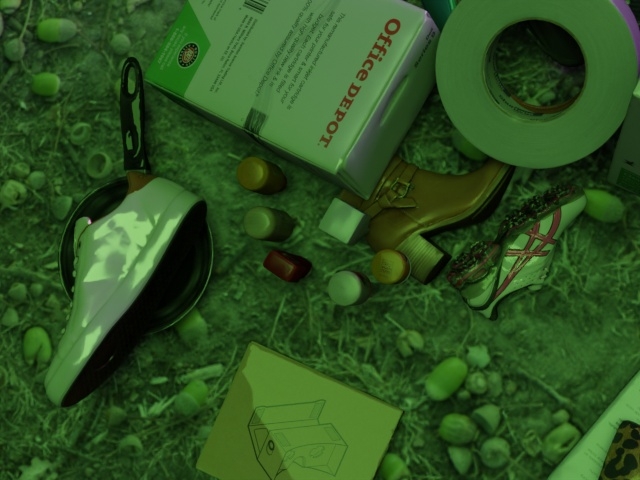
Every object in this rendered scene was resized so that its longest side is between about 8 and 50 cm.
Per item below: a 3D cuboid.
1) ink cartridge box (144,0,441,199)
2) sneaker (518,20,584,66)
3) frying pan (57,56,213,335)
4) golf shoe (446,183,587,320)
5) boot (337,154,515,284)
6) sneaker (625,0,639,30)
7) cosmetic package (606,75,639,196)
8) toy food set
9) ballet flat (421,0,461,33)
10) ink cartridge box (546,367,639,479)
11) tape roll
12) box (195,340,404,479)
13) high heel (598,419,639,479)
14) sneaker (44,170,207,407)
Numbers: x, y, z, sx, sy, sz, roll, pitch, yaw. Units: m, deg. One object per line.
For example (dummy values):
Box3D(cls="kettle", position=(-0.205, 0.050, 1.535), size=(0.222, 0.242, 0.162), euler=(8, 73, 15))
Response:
Box3D(cls="ink cartridge box", position=(-0.025, -0.205, 1.437), size=(0.289, 0.121, 0.211), euler=(29, 87, 25))
Box3D(cls="sneaker", position=(0.276, -0.343, 1.410), size=(0.130, 0.109, 0.286), euler=(-14, 86, 35))
Box3D(cls="frying pan", position=(-0.248, -0.039, 1.512), size=(0.197, 0.053, 0.326), euler=(-25, 78, 6))
Box3D(cls="golf shoe", position=(0.237, 0.011, 1.416), size=(0.186, 0.067, 0.086), euler=(-40, 103, 2))
Box3D(cls="boot", position=(0.123, -0.065, 1.440), size=(0.152, 0.073, 0.197), euler=(41, 88, 18))
Box3D(cls="sneaker", position=(0.378, -0.327, 1.377), size=(0.107, 0.110, 0.275), euler=(9, 123, 33))
Box3D(cls="cosmetic package", position=(0.416, -0.125, 1.242), size=(0.197, 0.365, 0.155), euler=(26, 86, 14))
Box3D(cls="toy food set", position=(0.000, 0.000, 1.434), size=(0.232, 0.104, 0.111), euler=(30, 96, 15))
Box3D(cls="ballet flat", position=(0.148, -0.378, 1.478), size=(0.124, 0.116, 0.342), euler=(-21, 73, -13))
Box3D(cls="ink cartridge box", position=(0.427, 0.296, 1.327), size=(0.324, 0.071, 0.330), euler=(41, 94, 14))
Box3D(cls="tape roll", position=(0.240, -0.193, 1.352), size=(0.219, 0.072, 0.219), euler=(7, 112, 17))
Box3D(cls="box", position=(-0.025, 0.233, 1.445), size=(0.201, 0.021, 0.164), euler=(23, 86, 13))
Box3D(cls="high heel", position=(0.265, 0.310, 1.298), size=(0.261, 0.093, 0.186), euler=(-24, 60, 17))
Box3D(cls="sneaker", position=(-0.254, 0.052, 1.437), size=(0.123, 0.106, 0.290), euler=(28, 79, 14))
